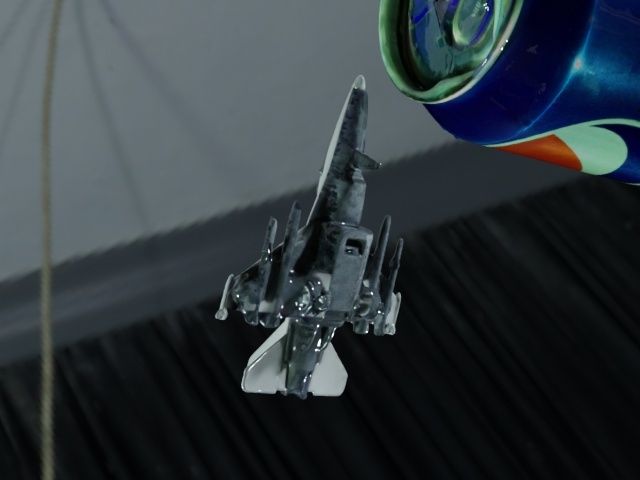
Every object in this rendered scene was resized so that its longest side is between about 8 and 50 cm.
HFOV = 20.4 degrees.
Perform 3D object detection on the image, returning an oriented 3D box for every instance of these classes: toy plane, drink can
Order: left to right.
[{"bbox_3d":[0.008,0.011,1.183,0.160,0.082,0.234,7,110,-41],"label":"toy plane"},{"bbox_3d":[0.132,-0.084,0.763,0.204,0.118,0.118,13,119,-32],"label":"drink can"}]
